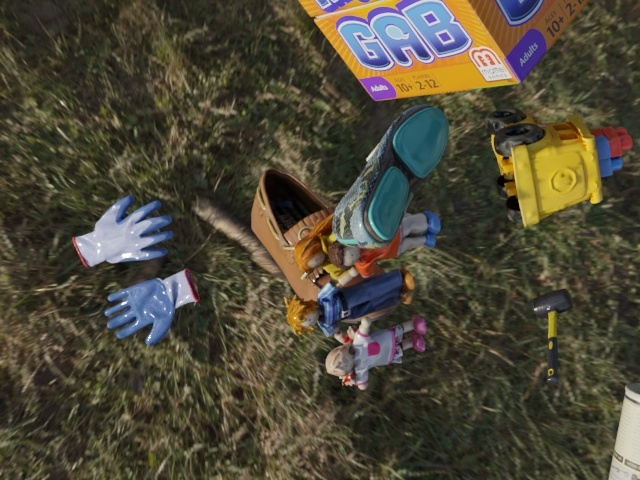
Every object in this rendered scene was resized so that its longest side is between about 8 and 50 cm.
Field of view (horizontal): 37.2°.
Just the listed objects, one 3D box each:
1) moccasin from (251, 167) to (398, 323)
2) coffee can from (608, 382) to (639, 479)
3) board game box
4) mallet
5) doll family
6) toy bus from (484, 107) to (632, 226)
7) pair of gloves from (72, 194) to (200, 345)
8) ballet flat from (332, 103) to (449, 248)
[{"bbox_3d":[0.003,-0.001,1.532,0.139,0.380,0.147,-14,127,-18],"label":"moccasin"},{"bbox_3d":[0.600,0.404,1.634,0.201,0.201,0.276,9,94,-8],"label":"coffee can"},{"bbox_3d":[0.187,-0.471,1.436,0.356,0.356,0.356,-49,116,-20],"label":"board game box"},{"bbox_3d":[0.363,0.155,1.522,0.039,0.062,0.190,50,41,-28],"label":"mallet"},{"bbox_3d":[0.039,0.054,1.169,0.163,0.118,0.263,-15,127,-23],"label":"doll family"},{"bbox_3d":[0.382,-0.141,1.531,0.211,0.220,0.150,-15,115,5],"label":"toy bus"},{"bbox_3d":[-0.248,0.043,1.296,0.159,0.023,0.198,-23,93,24],"label":"pair of gloves"},{"bbox_3d":[0.062,-0.063,0.904,0.070,0.070,0.188,40,50,-5],"label":"ballet flat"}]
